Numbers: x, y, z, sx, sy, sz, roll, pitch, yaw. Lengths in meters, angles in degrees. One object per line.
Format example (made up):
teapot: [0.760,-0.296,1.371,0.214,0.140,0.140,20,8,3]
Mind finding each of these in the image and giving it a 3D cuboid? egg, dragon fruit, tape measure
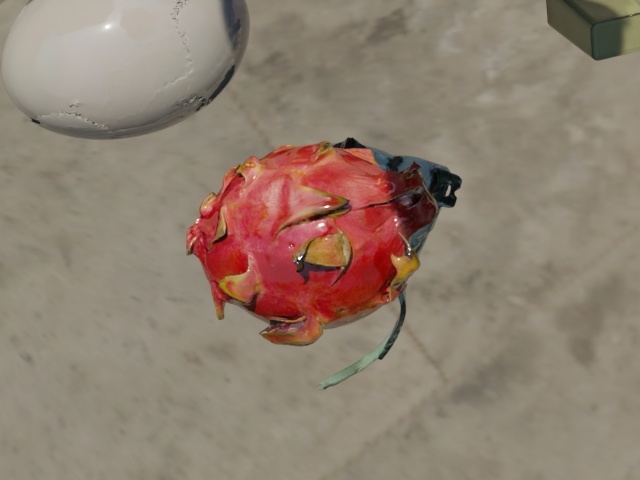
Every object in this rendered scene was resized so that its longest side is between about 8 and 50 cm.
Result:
egg: [-0.150,-0.152,1.539,0.198,0.146,0.146,-27,99,-10]
dragon fruit: [0.000,0.000,1.289,0.166,0.136,0.133,-19,139,15]
tape measure: [0.020,0.019,1.889,0.164,0.330,0.084,26,54,0]

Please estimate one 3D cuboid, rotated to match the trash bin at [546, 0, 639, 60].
trash bin: [0.236,-0.188,1.681,0.061,0.092,0.043,-14,122,-11]
